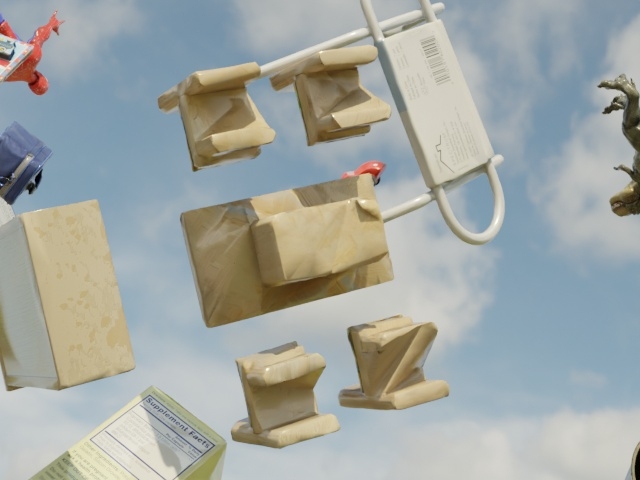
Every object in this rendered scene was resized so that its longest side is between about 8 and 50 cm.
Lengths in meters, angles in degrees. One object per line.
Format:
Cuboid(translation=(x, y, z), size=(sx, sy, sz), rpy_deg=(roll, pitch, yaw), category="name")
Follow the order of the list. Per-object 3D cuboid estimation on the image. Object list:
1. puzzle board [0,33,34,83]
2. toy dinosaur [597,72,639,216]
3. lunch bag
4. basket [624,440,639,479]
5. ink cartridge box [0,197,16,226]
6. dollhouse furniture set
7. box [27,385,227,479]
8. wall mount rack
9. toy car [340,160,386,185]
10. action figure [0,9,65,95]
Cuboid(translation=(-0.266, -0.124, 0.713), size=(0.128, 0.096, 0.011), rpy_deg=(19, -51, 4), category="puzzle board")
Cuboid(translation=(0.359, -0.124, 1.221), size=(0.064, 0.118, 0.268), rpy_deg=(-28, -21, -10), category="toy dinosaur")
Cuboid(translation=(-0.336, -0.082, 1.215), size=(0.065, 0.098, 0.067), rpy_deg=(37, -77, -15), category="lunch bag")
Cuboid(translation=(0.307, 0.289, 0.910), size=(0.204, 0.154, 0.227), rpy_deg=(30, -44, 13), category="basket")
Cuboid(translation=(-0.576, -0.117, 1.662), size=(0.071, 0.324, 0.330), rpy_deg=(-20, 9, 0), category="ink cartridge box")
Cuboid(translation=(-0.122, 0.027, 1.128), size=(0.394, 0.362, 0.256), rpy_deg=(-13, 1, -28), category="dollhouse furniture set")
Cuboid(translation=(-0.233, 0.320, 1.203), size=(0.117, 0.243, 0.214), rpy_deg=(33, -44, 23), category="box")
Cuboid(translation=(0.063, -0.132, 1.262), size=(0.130, 0.304, 0.350), rpy_deg=(-16, -82, 49), category="wall mount rack")
Cuboid(translation=(0.000, 0.000, 1.649), size=(0.053, 0.225, 0.239), rpy_deg=(33, -44, 5), category="toy car")
Cuboid(translation=(-0.460, -0.331, 1.532), size=(0.091, 0.139, 0.280), rpy_deg=(-21, -58, 19), category="action figure")
